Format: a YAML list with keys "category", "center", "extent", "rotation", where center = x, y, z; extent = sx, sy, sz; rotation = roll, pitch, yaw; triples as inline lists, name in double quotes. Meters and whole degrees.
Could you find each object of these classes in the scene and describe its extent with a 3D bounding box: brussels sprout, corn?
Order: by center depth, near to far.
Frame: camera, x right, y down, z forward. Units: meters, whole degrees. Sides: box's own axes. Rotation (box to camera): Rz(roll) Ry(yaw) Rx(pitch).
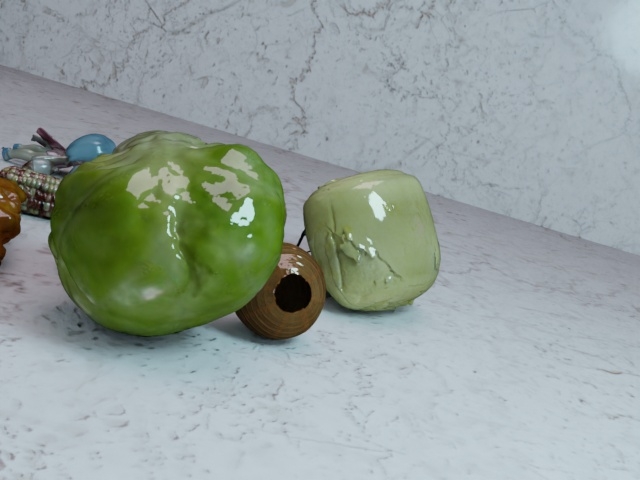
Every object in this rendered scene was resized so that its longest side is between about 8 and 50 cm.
- category: "brussels sprout"
  center: [-0.197, -0.016, 0.983]
  extent: [0.317, 0.274, 0.242]
  rotation: [28, -23, 40]
- category: "corn"
  center: [-0.446, -0.071, 1.389]
  extent: [0.237, 0.079, 0.079]
  rotation: [13, 12, -11]

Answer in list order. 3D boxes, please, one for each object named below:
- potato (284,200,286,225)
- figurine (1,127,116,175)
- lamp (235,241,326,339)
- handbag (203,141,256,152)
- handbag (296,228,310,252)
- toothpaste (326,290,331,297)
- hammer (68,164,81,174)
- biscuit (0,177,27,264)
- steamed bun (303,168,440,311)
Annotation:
- category: "potato"
  center: [-0.180, -0.057, 1.497]
  extent: [0.203, 0.178, 0.158]
  rotation: [-11, 2, -16]
- category: "figurine"
  center: [-0.567, -0.186, 1.701]
  extent: [0.260, 0.103, 0.205]
  rotation: [8, 9, 13]
- category: "lamp"
  center: [-0.058, 0.069, 1.095]
  extent: [0.136, 0.136, 0.136]
  rotation: [14, 12, -3]
- category: "handbag"
  center: [-0.173, -0.052, 1.321]
  extent: [0.135, 0.146, 0.225]
  rotation: [10, 55, -22]
- category: "handbag"
  center: [0.000, 0.000, 1.490]
  extent: [0.072, 0.139, 0.115]
  rotation: [57, 18, 23]
- category: "toothpaste"
  center: [0.082, 0.042, 1.466]
  extent: [0.282, 0.068, 0.099]
  rotation: [1, 52, -55]
- category: "hammer"
  center: [-0.420, -0.087, 1.531]
  extent: [0.116, 0.069, 0.194]
  rotation: [9, 19, -32]
- category: "biscuit"
  center: [-0.565, -0.086, 1.082]
  extent: [0.318, 0.110, 0.312]
  rotation: [34, 6, -26]
- category: "steamed bun"
  center: [0.111, -0.002, 1.344]
  extent: [0.166, 0.232, 0.273]
  rotation: [-28, -17, 38]
